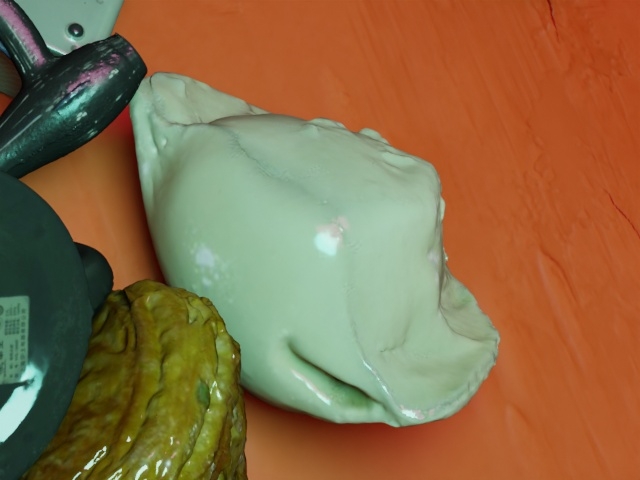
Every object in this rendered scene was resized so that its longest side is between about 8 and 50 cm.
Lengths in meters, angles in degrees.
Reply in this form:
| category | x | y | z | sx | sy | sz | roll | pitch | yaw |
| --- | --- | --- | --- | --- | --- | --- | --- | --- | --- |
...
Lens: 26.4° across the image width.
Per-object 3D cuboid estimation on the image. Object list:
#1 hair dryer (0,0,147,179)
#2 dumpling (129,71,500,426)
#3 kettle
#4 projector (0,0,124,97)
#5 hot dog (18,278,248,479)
| category | x | y | z | sx | sy | sz | roll | pitch | yaw |
| --- | --- | --- | --- | --- | --- | --- | --- | --- | --- |
| hair dryer | -0.272 | -0.152 | 1.095 | 0.195 | 0.075 | 0.219 | -40 | 94 | -14 |
| dumpling | 0.000 | 0.000 | 1.193 | 0.395 | 0.233 | 0.315 | 43 | 23 | 16 |
| kettle | -0.312 | 0.034 | 0.953 | 0.321 | 0.324 | 0.228 | -15 | 108 | -44 |
| projector | -0.292 | -0.256 | 1.198 | 0.250 | 0.108 | 0.198 | 24 | 58 | -15 |
| hot dog | -0.149 | 0.214 | 0.967 | 0.174 | 0.267 | 0.387 | 12 | 54 | 16 |
